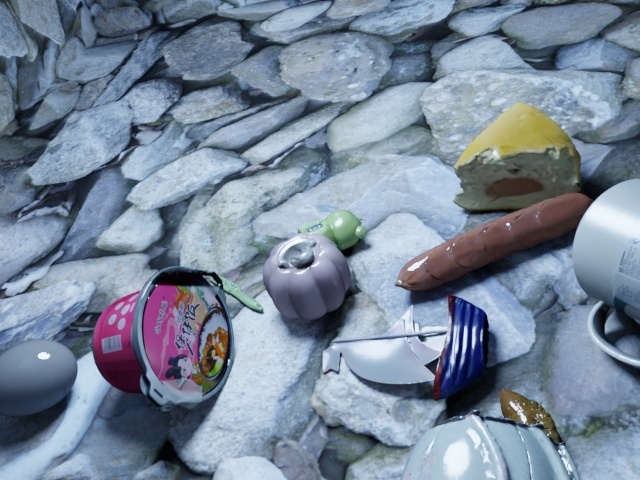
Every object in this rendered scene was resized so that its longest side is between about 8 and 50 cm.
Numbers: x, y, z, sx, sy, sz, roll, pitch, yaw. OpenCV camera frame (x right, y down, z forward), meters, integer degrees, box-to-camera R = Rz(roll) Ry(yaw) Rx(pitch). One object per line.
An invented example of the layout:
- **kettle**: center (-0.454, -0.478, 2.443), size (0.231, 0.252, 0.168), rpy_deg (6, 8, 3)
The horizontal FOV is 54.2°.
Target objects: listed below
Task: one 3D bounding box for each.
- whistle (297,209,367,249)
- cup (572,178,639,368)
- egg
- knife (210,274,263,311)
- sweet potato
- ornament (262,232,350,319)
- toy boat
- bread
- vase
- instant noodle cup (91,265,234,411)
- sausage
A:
- **whistle**: center (0.000, 0.000, 1.393), size (0.227, 0.085, 0.105), rpy_deg (-26, 39, -9)
- **cup**: center (0.543, 0.064, 0.981), size (0.289, 0.219, 0.257), rpy_deg (-62, 33, 7)
- **egg**: center (-0.593, 0.281, 1.274), size (0.199, 0.146, 0.146), rpy_deg (-23, 38, 7)
- **knife**: center (-0.188, 0.113, 1.399), size (0.030, 0.014, 0.207), rpy_deg (-42, 43, -23)
- **sweet potato**: center (0.327, 0.296, 0.930), size (0.068, 0.060, 0.206), rpy_deg (-47, 45, 22)
- **ornament**: center (-0.030, 0.068, 1.265), size (0.178, 0.177, 0.177), rpy_deg (-12, 39, 10)
- **toy boat**: center (0.154, 0.204, 1.108), size (0.318, 0.072, 0.219), rpy_deg (-21, 36, 4)
- **bread**: center (0.420, -0.135, 1.300), size (0.224, 0.183, 0.211), rpy_deg (-35, 47, -15)
- **vase**: center (0.181, 0.440, 0.698), size (0.250, 0.250, 0.445), rpy_deg (-4, 46, 19)
- **instant noodle cup**: center (-0.316, 0.191, 1.203), size (0.182, 0.258, 0.302), rpy_deg (-14, 24, 29)
- **sausage**: center (0.343, 0.004, 1.245), size (0.433, 0.088, 0.088), rpy_deg (-22, 39, -3)
